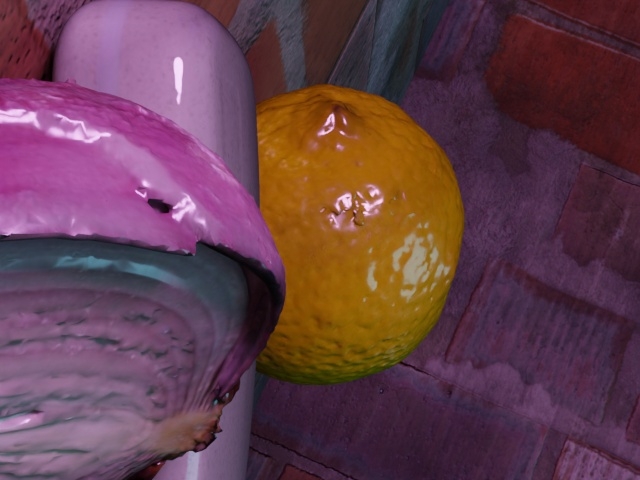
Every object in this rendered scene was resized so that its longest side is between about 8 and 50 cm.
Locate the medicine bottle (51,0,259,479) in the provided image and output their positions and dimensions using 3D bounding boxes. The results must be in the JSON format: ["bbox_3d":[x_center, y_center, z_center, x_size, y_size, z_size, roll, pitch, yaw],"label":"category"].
[{"bbox_3d":[-0.110,0.033,0.755,0.282,0.123,0.375,39,51,-86],"label":"medicine bottle"}]

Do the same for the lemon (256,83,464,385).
[{"bbox_3d":[0.001,-0.001,1.156,0.336,0.336,0.336,24,90,-83],"label":"lemon"}]

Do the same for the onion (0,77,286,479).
[{"bbox_3d":[-0.192,0.018,0.471,0.267,0.159,0.349,-45,144,22],"label":"onion"}]
